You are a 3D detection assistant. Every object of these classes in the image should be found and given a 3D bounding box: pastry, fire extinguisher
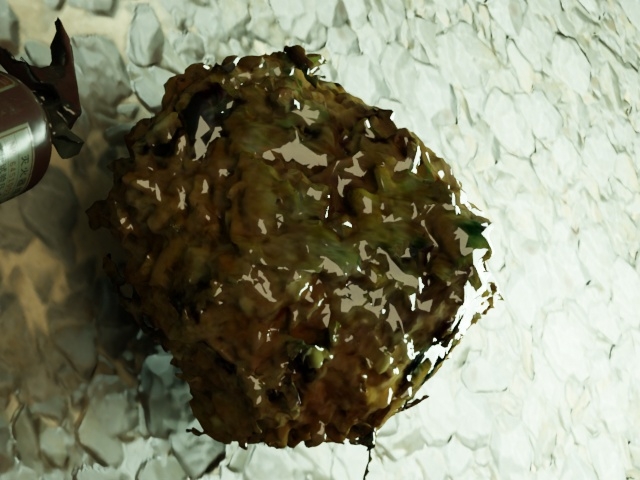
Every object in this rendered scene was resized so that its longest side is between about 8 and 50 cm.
[{"bbox_3d":[0.000,0.000,1.045,0.275,0.193,0.274,19,63,-41],"label":"pastry"},{"bbox_3d":[-0.202,-0.064,0.937,0.252,0.075,0.106,-31,98,-49],"label":"fire extinguisher"}]
